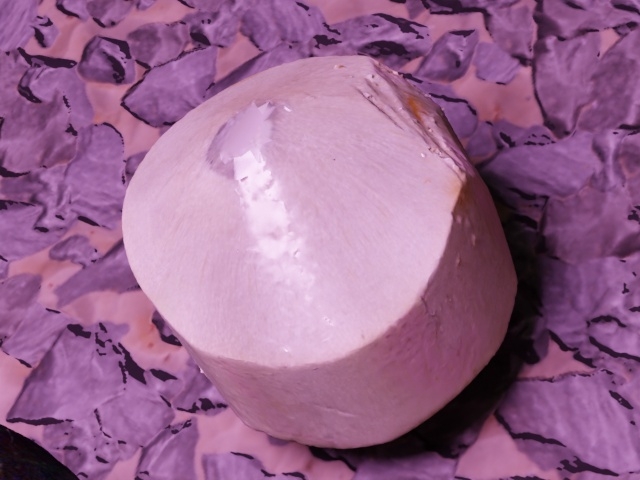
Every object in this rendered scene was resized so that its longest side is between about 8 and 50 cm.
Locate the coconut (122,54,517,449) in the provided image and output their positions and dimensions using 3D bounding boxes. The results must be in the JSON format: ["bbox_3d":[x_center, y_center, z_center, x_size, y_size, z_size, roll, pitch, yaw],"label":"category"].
[{"bbox_3d":[0.001,0.003,1.133,0.241,0.241,0.241,-10,58,17],"label":"coconut"}]

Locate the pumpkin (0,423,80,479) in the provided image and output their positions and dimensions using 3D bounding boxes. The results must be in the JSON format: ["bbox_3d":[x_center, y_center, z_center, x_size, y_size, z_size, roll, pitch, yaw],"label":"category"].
[{"bbox_3d":[-0.253,0.247,1.083,0.323,0.241,0.323,-10,60,18],"label":"pumpkin"}]
